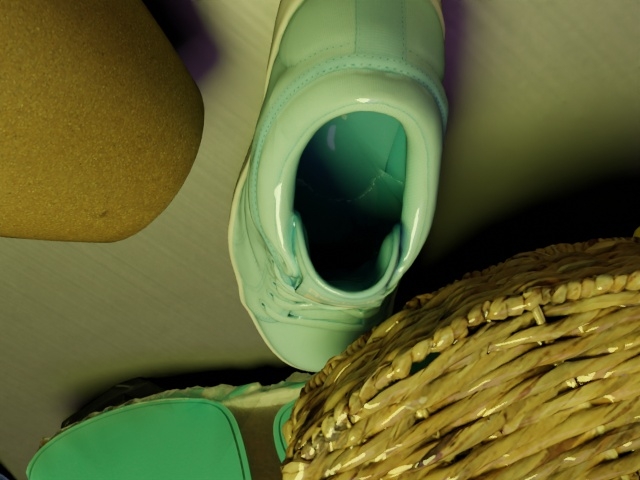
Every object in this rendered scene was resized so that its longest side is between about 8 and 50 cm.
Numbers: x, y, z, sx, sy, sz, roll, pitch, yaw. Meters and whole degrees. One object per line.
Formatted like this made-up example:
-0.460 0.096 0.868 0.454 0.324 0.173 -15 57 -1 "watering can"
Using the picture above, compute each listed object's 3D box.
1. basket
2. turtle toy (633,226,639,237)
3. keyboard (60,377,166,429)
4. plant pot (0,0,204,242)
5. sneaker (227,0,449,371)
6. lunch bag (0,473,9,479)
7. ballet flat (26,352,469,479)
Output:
0.131 0.116 0.657 0.299 0.223 0.213 -26 96 8 "basket"
0.268 -0.005 0.678 0.095 0.066 0.130 5 141 35 "turtle toy"
-0.118 0.251 0.975 0.317 0.033 0.201 37 126 -27 "keyboard"
-0.194 -0.100 0.531 0.237 0.237 0.254 -29 141 27 "plant pot"
0.000 0.000 0.639 0.135 0.150 0.366 4 138 1 "sneaker"
-0.366 0.283 0.983 0.128 0.096 0.151 -6 119 13 "lunch bag"
-0.035 0.188 0.833 0.409 0.147 0.147 -13 132 8 "ballet flat"
